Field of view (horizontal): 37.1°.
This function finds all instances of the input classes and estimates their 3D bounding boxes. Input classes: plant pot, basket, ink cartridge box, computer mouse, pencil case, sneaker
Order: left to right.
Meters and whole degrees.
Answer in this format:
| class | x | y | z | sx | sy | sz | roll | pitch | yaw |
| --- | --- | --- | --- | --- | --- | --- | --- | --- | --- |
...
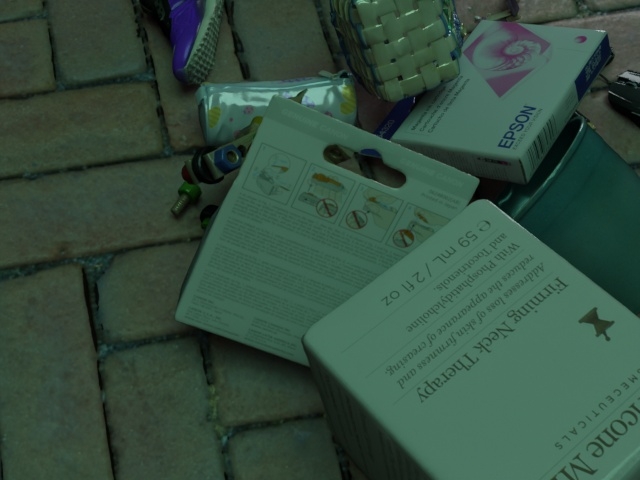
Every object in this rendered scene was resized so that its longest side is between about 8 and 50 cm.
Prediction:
| class | x | y | z | sx | sy | sz | roll | pitch | yaw |
| --- | --- | --- | --- | --- | --- | --- | --- | --- | --- |
| sneaker | -0.255 | -0.401 | 1.703 | 0.146 | 0.102 | 0.293 | 6 | 59 | 2 |
| pencil case | -0.072 | -0.223 | 1.616 | 0.273 | 0.124 | 0.113 | -7 | 66 | -8 |
| ink cartridge box | 0.000 | 0.000 | 1.355 | 0.308 | 0.385 | 0.091 | 21 | 27 | -11 |
| basket | 0.125 | -0.359 | 1.578 | 0.201 | 0.255 | 0.289 | -23 | 28 | 1 |
| ink cartridge box | 0.265 | -0.246 | 1.593 | 0.330 | 0.071 | 0.324 | 15 | 55 | 35 |
| plant pot | 0.417 | -0.012 | 1.499 | 0.255 | 0.271 | 0.272 | 38 | 66 | -2 |
| computer mouse | 0.559 | -0.245 | 1.723 | 0.184 | 0.060 | 0.262 | -39 | 74 | -22 |

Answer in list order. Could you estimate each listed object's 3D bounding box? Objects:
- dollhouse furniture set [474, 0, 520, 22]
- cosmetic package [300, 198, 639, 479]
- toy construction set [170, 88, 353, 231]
| class | x | y | z | sx | sy | sz | roll | pitch | yaw |
| --- | --- | --- | --- | --- | --- | --- | --- | --- | --- |
| dollhouse furniture set | 0.348 | -0.436 | 1.823 | 0.081 | 0.091 | 0.114 | -14 | 31 | 31 |
| cosmetic package | 0.238 | 0.231 | 1.256 | 0.329 | 0.327 | 0.393 | -37 | 56 | -16 |
| toy construction set | -0.055 | -0.130 | 1.490 | 0.257 | 0.309 | 0.237 | 33 | 60 | 2 |
